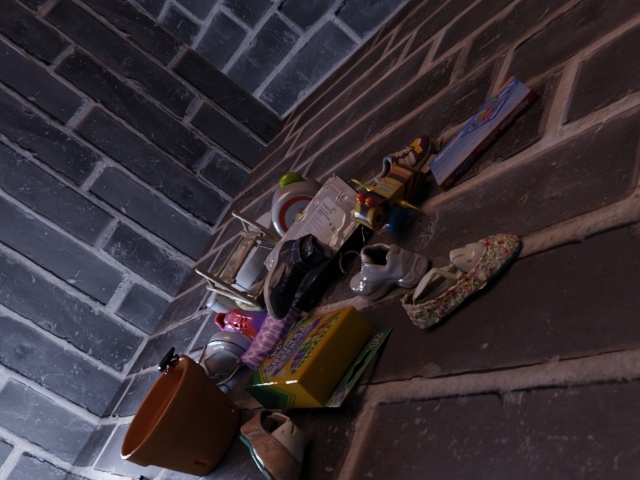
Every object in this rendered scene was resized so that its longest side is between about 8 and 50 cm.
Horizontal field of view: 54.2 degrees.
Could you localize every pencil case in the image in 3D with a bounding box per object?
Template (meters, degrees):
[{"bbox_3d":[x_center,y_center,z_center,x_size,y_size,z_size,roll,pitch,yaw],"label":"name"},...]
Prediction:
[{"bbox_3d":[-0.135,0.257,1.675,0.086,0.088,0.206,-25,34,61],"label":"pencil case"}]

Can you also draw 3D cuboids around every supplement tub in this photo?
[{"bbox_3d":[-0.351,0.234,2.264,0.071,0.107,0.071,-47,18,20],"label":"supplement tub"}]

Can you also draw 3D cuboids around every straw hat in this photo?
[{"bbox_3d":[-0.261,0.206,2.159,0.144,0.061,0.144,-48,18,21],"label":"straw hat"}]

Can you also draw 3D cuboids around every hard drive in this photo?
[{"bbox_3d":[0.000,0.000,1.722,0.339,0.064,0.237,-50,39,8],"label":"hard drive"}]

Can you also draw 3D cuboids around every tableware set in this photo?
[{"bbox_3d":[0.257,-0.198,1.631,0.169,0.020,0.141,-34,28,45],"label":"tableware set"}]

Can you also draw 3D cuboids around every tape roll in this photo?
[{"bbox_3d":[-0.283,0.058,2.493,0.392,0.072,0.392,-47,18,21],"label":"tape roll"}]

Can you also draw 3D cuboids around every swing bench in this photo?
[{"bbox_3d":[-0.232,0.077,2.092,0.253,0.255,0.165,-60,-19,-21],"label":"swing bench"}]

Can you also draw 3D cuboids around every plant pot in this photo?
[{"bbox_3d":[-0.348,0.474,1.621,0.291,0.203,0.291,-47,18,20],"label":"plant pot"}]

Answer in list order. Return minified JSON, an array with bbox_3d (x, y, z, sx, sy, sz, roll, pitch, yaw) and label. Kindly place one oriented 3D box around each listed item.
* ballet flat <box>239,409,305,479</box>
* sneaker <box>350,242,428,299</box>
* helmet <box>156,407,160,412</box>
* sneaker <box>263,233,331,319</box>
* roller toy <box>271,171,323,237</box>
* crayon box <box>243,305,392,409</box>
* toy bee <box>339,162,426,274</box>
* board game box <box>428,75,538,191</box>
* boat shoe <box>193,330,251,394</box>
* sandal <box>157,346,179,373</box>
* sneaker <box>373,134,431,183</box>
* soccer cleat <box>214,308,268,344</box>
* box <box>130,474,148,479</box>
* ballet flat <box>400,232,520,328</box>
[{"bbox_3d":[-0.089,0.403,1.251,0.106,0.107,0.316,-44,15,-14],"label":"ballet flat"},{"bbox_3d":[0.121,0.053,1.333,0.232,0.115,0.090,-30,29,53],"label":"sneaker"},{"bbox_3d":[-0.432,0.514,1.823,0.169,0.169,0.161,-60,17,-20],"label":"helmet"},{"bbox_3d":[-0.057,0.087,1.605,0.163,0.086,0.226,-16,55,41],"label":"sneaker"},{"bbox_3d":[-0.056,-0.092,1.973,0.191,0.209,0.146,-60,15,19],"label":"roller toy"},{"bbox_3d":[-0.015,0.249,1.316,0.203,0.083,0.323,-50,13,-31],"label":"crayon box"},{"bbox_3d":[0.147,-0.078,1.448,0.195,0.162,0.298,7,62,20],"label":"toy bee"},{"bbox_3d":[0.362,-0.244,1.426,0.281,0.027,0.145,-47,19,21],"label":"board game box"},{"bbox_3d":[-0.324,0.391,1.841,0.367,0.136,0.156,-39,22,48],"label":"boat shoe"},{"bbox_3d":[-0.393,0.322,1.641,0.067,0.040,0.179,-54,1,-21],"label":"sandal"},{"bbox_3d":[0.210,-0.206,1.592,0.185,0.084,0.069,-58,19,-11],"label":"sneaker"},{"bbox_3d":[-0.226,0.253,1.873,0.108,0.116,0.318,-61,18,-21],"label":"soccer cleat"},{"bbox_3d":[-0.592,0.801,1.938,0.094,0.027,0.137,-36,24,47],"label":"box"},{"bbox_3d":[0.234,0.063,1.081,0.241,0.077,0.091,-47,17,21],"label":"ballet flat"}]
